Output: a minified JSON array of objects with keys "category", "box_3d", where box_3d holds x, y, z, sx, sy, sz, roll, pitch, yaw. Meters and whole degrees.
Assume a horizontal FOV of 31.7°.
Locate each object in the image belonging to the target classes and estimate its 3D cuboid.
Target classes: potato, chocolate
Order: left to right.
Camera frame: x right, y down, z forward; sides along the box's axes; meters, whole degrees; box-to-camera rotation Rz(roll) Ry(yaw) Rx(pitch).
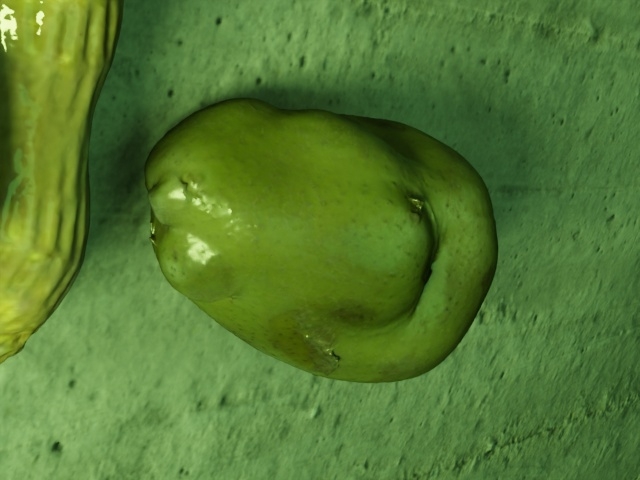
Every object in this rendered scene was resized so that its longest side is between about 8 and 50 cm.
[{"category":"chocolate","box_3d":[-0.197,-0.067,0.702,0.134,0.134,0.309,-5,114,-50]},{"category":"potato","box_3d":[-0.001,-0.004,0.939,0.351,0.202,0.218,13,115,-40]}]
